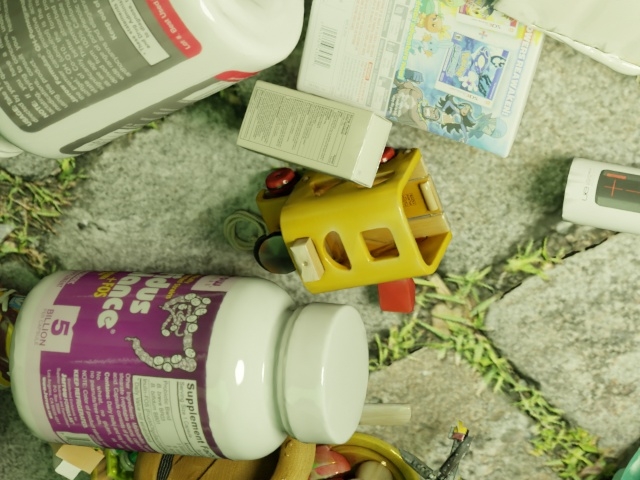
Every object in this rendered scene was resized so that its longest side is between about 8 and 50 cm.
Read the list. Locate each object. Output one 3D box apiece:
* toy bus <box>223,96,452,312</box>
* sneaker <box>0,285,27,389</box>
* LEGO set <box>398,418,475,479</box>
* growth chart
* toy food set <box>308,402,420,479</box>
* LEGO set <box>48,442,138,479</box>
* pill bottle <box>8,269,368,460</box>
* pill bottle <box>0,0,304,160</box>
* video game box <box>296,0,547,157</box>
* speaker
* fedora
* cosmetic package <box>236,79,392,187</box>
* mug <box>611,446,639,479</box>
[{"bbox_3d":[0.008,-0.007,1.361,0.191,0.104,0.202,28,126,3],"label":"toy bus"},{"bbox_3d":[-0.332,0.061,1.566,0.083,0.070,0.185,-23,116,22],"label":"sneaker"},{"bbox_3d":[0.157,0.331,1.373,0.331,0.255,0.192,30,176,42],"label":"LEGO set"},{"bbox_3d":[0.218,-0.175,1.141,0.237,0.021,0.172,25,154,-19],"label":"growth chart"},{"bbox_3d":[0.030,0.261,1.540,0.128,0.071,0.218,5,122,18],"label":"toy food set"},{"bbox_3d":[-0.138,0.262,1.583,0.107,0.132,0.287,-34,98,25],"label":"LEGO set"},{"bbox_3d":[-0.116,0.113,1.444,0.301,0.169,0.169,2,121,20],"label":"pill bottle"},{"bbox_3d":[-0.187,-0.171,1.290,0.318,0.176,0.176,-21,111,30],"label":"pill bottle"},{"bbox_3d":[0.089,-0.186,1.253,0.187,0.048,0.205,21,126,11],"label":"video game box"},{"bbox_3d":[0.266,-0.030,1.278,0.136,0.055,0.055,12,124,15],"label":"speaker"},{"bbox_3d":[-0.085,0.224,1.521,0.194,0.194,0.079,-2,150,22],"label":"fedora"},{"bbox_3d":[-0.006,-0.088,1.296,0.115,0.041,0.060,20,90,27],"label":"cosmetic package"},{"bbox_3d":[0.331,0.223,1.378,0.097,0.158,0.129,36,104,-13],"label":"mug"}]
